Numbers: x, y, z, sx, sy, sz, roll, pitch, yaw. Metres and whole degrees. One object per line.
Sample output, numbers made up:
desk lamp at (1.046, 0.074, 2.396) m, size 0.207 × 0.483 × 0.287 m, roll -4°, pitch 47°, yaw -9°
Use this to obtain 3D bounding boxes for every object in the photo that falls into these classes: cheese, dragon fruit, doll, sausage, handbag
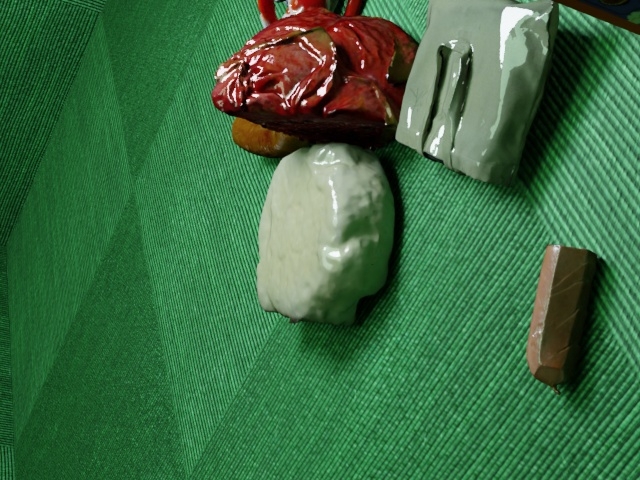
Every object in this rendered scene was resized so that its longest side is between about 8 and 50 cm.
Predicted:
cheese at (0.000, 0.000, 1.884) m, size 0.326 × 0.115 × 0.318 m, roll -65°, pitch 32°, yaw 35°
dragon fruit at (-0.005, -0.223, 1.861) m, size 0.302 × 0.330 × 0.240 m, roll -130°, pitch 36°, yaw -57°
doll at (-0.022, -0.414, 2.086) m, size 0.099 × 0.188 × 0.384 m, roll -80°, pitch -1°, yaw -60°
sausage at (-0.078, -0.201, 2.170) m, size 0.076 × 0.103 × 0.302 m, roll -42°, pitch 16°, yaw -20°
handbag at (0.212, -0.217, 1.592) m, size 0.316 × 0.109 × 0.253 m, roll 38°, pitch 116°, yaw 62°
sausage at (0.276, 0.092, 1.359) m, size 0.065 × 0.065 × 0.170 m, roll 5°, pitch 82°, yaw 64°

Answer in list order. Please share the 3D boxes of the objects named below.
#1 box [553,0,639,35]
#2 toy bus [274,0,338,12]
box at (0.403, -0.407, 1.139) m, size 0.348 × 0.256 × 0.319 m, roll -21°, pitch 58°, yaw 59°
toy bus at (-0.048, -0.518, 2.283) m, size 0.138 × 0.097 × 0.342 m, roll -64°, pitch 26°, yaw 7°
